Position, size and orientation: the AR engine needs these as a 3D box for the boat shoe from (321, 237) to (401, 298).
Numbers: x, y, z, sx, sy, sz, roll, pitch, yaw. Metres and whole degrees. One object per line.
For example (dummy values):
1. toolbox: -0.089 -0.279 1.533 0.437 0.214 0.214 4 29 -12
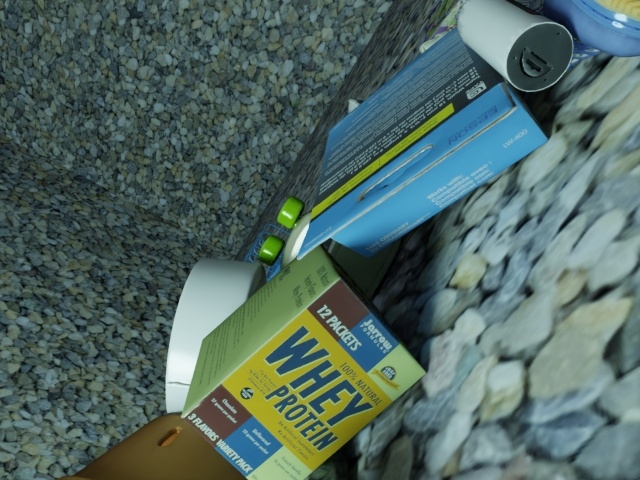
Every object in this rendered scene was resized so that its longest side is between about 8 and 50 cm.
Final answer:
1. boat shoe: -0.009 0.094 0.759 0.340 0.127 0.113 -60 11 -5

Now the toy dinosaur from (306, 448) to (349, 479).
1. toy dinosaur: -0.015 0.254 0.574 0.118 0.064 0.268 -44 15 12

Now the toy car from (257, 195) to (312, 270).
1. toy car: 0.000 0.000 0.923 0.149 0.155 0.188 -61 -2 17

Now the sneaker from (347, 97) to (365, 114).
1. sneaker: 0.101 -0.243 1.144 0.297 0.110 0.129 -82 9 -72

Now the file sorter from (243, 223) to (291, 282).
1. file sorter: -0.170 0.048 1.618 0.170 0.104 0.118 -51 16 39

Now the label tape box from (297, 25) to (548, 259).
1. label tape box: 0.114 -0.100 0.588 0.240 0.106 0.334 -35 23 27

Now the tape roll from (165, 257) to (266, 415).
1. tape roll: -0.159 0.173 0.840 0.286 0.100 0.286 7 -90 -88

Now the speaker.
1. speaker: 0.166 -0.180 0.452 0.055 0.055 0.136 -55 23 28

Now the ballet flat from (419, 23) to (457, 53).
1. ballet flat: 0.200 -0.315 0.942 0.241 0.077 0.091 -58 11 12

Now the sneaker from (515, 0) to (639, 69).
1. sneaker: 0.246 -0.206 0.492 0.296 0.111 0.131 -76 1 -55

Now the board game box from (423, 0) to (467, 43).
1. board game box: 0.332 -0.553 1.017 0.347 0.056 0.208 -47 14 50

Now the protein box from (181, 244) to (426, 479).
1. protein box: -0.025 0.130 0.581 0.201 0.136 0.200 -42 13 2

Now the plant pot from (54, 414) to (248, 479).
1. plant pot: -0.210 0.376 0.669 0.291 0.291 0.203 -52 -2 37
